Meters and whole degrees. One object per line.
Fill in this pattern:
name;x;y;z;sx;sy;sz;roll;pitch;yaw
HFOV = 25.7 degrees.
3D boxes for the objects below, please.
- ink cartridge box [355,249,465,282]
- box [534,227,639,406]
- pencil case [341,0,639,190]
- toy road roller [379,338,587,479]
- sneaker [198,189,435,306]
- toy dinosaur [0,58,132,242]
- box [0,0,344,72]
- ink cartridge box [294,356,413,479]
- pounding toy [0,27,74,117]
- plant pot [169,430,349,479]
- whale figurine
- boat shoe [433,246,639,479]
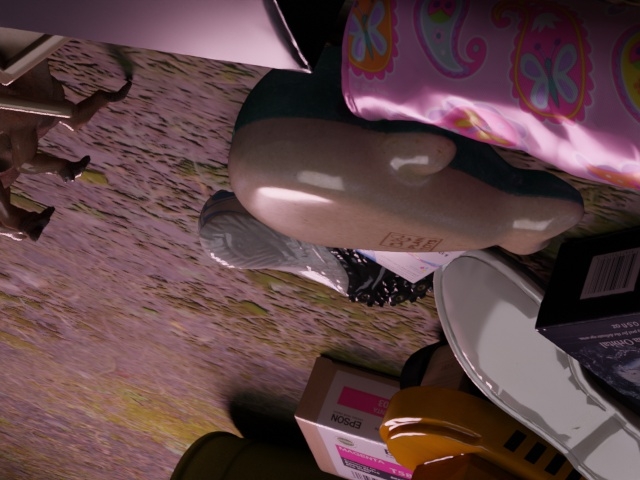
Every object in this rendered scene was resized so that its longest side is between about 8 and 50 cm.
ink cartridge box;0.081;-0.018;1.252;0.088;0.052;0.122;29;154;-11
box;0.297;0.068;1.185;0.158;0.093;0.156;35;153;-25
pencil case;0.149;-0.107;0.897;0.284;0.124;0.124;19;157;33
toy road roller;0.211;0.243;1.430;0.329;0.240;0.202;31;155;-15
sneaker;0.000;0.000;1.350;0.237;0.086;0.085;15;129;-9
toy dinosaur;-0.302;-0.106;1.227;0.200;0.295;0.127;33;-167;-13
box;-0.100;-0.217;0.857;0.261;0.184;0.103;12;152;25
ink cartridge box;0.102;0.246;1.718;0.235;0.088;0.193;15;155;20
pounding toy;-0.248;-0.180;1.087;0.206;0.094;0.181;-30;128;25
plant pot;0.008;0.454;1.955;0.353;0.366;0.366;-2;147;24
whale figurine;0.067;-0.066;1.091;0.272;0.141;0.216;12;163;-6
boat shoe;0.231;0.118;1.316;0.319;0.099;0.116;46;124;-3
